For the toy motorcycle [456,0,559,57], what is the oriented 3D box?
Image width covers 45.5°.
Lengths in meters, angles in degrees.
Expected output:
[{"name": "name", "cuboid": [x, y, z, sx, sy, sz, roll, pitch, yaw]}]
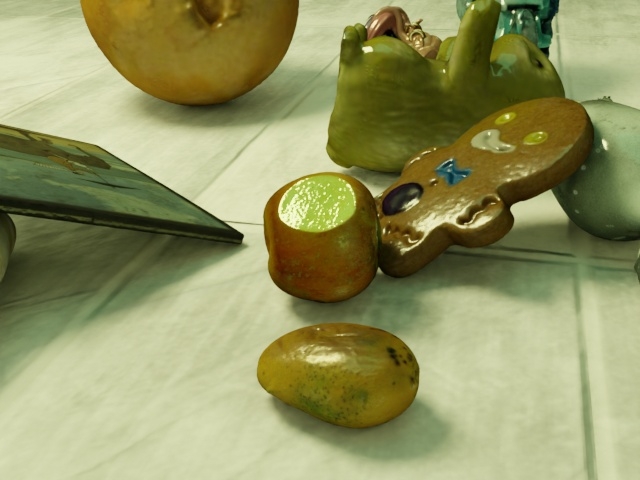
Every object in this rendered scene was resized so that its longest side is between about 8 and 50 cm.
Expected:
[{"name": "toy motorcycle", "cuboid": [0.276, -0.348, 1.162, 0.154, 0.260, 0.206, -2, -14, -3]}]

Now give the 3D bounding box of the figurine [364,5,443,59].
[{"name": "figurine", "cuboid": [0.138, -0.329, 1.268, 0.157, 0.126, 0.114, 6, 71, 18]}]

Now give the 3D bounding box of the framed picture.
[{"name": "framed picture", "cuboid": [-0.271, -0.073, 0.765, 0.265, 0.016, 0.347, 10, 14, -42]}]

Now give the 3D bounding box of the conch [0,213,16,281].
[{"name": "conch", "cuboid": [-0.317, 0.027, 0.611, 0.158, 0.127, 0.255, -2, 2, 3]}]

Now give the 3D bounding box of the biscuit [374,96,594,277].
[{"name": "biscuit", "cuboid": [0.138, -0.058, 0.701, 0.236, 0.039, 0.180, -33, 28, -1]}]

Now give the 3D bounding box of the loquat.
[{"name": "loquat", "cuboid": [-0.187, -0.354, 1.107, 0.328, 0.328, 0.328, -1, 27, 0]}]

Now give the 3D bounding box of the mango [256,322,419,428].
[{"name": "mango", "cuboid": [0.010, 0.089, 0.511, 0.114, 0.057, 0.079, 0, 30, 21]}]

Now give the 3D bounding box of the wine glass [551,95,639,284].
[{"name": "wine glass", "cuboid": [0.286, -0.044, 0.682, 0.126, 0.126, 0.241, -3, 30, -4]}]

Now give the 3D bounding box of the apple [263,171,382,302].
[{"name": "apple", "cuboid": [0.000, 0.000, 0.638, 0.102, 0.099, 0.114, -5, 56, 7]}]

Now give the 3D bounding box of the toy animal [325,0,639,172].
[{"name": "toy animal", "cuboid": [0.184, -0.172, 0.869, 0.362, 0.180, 0.181, -3, 8, 1]}]
